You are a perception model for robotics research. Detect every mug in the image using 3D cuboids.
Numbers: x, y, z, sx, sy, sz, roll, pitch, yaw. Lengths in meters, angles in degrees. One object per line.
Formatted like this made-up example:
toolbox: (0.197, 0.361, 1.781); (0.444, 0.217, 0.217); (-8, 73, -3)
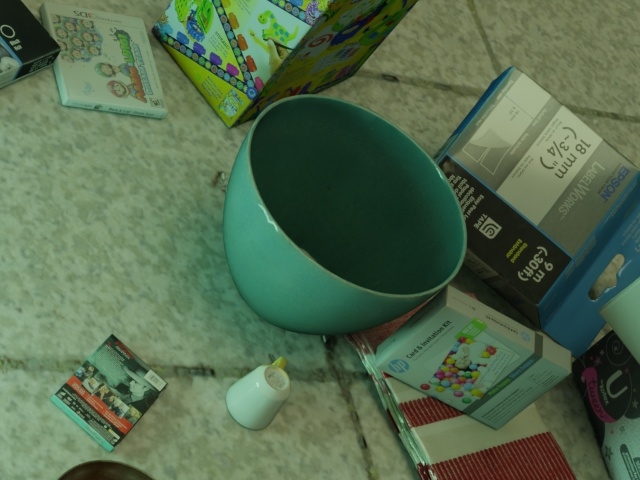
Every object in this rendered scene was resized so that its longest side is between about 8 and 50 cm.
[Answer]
mug: (-0.066, 0.165, 1.840); (0.062, 0.064, 0.078); (13, 49, -29)

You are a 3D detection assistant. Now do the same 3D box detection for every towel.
towel: (0.183, 0.221, 2.015); (0.237, 0.037, 0.329); (-8, 63, -43)

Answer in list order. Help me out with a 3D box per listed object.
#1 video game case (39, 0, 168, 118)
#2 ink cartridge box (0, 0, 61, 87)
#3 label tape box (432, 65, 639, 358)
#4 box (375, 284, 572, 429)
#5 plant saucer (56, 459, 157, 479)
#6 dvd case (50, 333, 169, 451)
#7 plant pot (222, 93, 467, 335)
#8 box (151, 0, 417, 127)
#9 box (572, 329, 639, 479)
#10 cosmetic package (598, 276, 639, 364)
video game case: (-0.271, -0.226, 2.039); (0.143, 0.019, 0.157); (5, 54, -35)
ink cartridge box: (-0.442, -0.261, 1.914); (0.208, 0.045, 0.206); (47, 41, 6)
label tape box: (0.305, -0.036, 2.183); (0.334, 0.106, 0.240); (39, 79, -4)
box: (0.183, 0.142, 1.941); (0.186, 0.145, 0.038); (29, 41, -19)
plant saucer: (-0.208, 0.302, 1.640); (0.168, 0.029, 0.168); (21, 47, -23)
dvd case: (-0.226, 0.163, 1.754); (0.087, 0.013, 0.119); (41, 42, -3)
plant pot: (0.000, 0.000, 1.926); (0.290, 0.195, 0.290); (20, 45, -21)
box: (-0.014, -0.330, 2.133); (0.177, 0.279, 0.290); (52, 41, 9)
box: (0.456, 0.232, 2.124); (0.142, 0.163, 0.247); (6, 54, -32)
cosmetic package: (0.543, 0.167, 2.006); (0.197, 0.155, 0.365); (-27, 77, -42)
